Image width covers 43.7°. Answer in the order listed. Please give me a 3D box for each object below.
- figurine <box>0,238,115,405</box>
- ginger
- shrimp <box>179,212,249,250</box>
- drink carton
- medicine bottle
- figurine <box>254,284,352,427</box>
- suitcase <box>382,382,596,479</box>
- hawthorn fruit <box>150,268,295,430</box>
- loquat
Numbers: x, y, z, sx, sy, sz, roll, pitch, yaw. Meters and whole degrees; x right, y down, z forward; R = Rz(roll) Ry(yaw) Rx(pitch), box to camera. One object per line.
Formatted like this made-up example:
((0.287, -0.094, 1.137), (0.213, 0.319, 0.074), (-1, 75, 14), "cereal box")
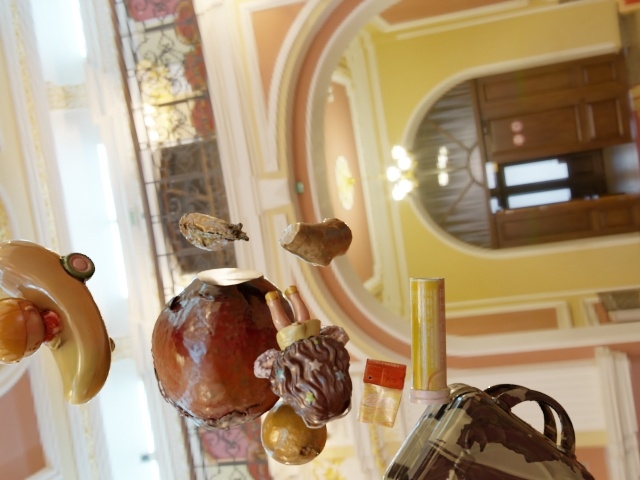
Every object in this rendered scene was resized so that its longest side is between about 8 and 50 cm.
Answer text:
((-0.466, 0.132, 1.322), (0.222, 0.124, 0.324), (-4, -127, -49), "figurine")
((-0.002, 0.000, 1.510), (0.190, 0.095, 0.069), (-17, -45, -53), "ginger")
((-0.209, -0.017, 1.580), (0.043, 0.184, 0.091), (-49, -53, -37), "shrimp")
((0.143, 0.364, 1.890), (0.223, 0.096, 0.071), (92, -171, -54), "drink carton")
((0.189, 0.175, 1.400), (0.074, 0.074, 0.218), (3, -95, -74), "medicine bottle")
((-0.024, 0.191, 1.318), (0.115, 0.175, 0.240), (85, 163, -53), "figurine")
((0.328, 0.429, 1.479), (0.339, 0.351, 0.194), (-55, 8, -12), "suitcase")
((-0.181, 0.195, 1.517), (0.316, 0.316, 0.315), (-8, -90, -74), "hawthorn fruit")
((-0.052, 0.387, 1.605), (0.141, 0.141, 0.141), (-8, -90, -74), "loquat")
